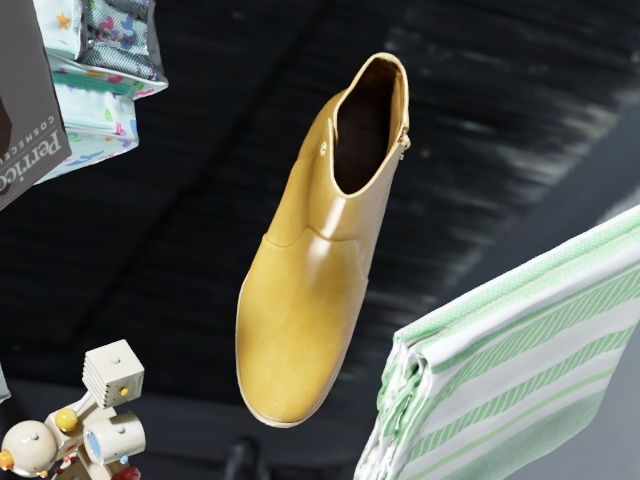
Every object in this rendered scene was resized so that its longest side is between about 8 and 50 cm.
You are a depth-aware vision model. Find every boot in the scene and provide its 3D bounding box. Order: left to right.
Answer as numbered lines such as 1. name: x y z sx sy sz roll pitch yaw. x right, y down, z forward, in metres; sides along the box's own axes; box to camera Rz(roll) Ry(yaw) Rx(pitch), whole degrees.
1. boot: 0.001 0.000 1.635 0.211 0.104 0.295 118 167 -73

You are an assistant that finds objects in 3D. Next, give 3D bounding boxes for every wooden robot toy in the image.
1. wooden robot toy: -0.163 0.133 1.234 0.076 0.079 0.173 62 149 18

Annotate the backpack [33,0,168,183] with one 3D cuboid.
1. backpack: -0.287 -0.154 1.708 0.225 0.253 0.191 -17 68 34

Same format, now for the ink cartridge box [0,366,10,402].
1. ink cartridge box: -0.409 0.013 1.547 0.272 0.130 0.309 -17 89 47

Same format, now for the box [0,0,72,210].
1. box: -0.305 -0.168 1.266 0.143 0.191 0.381 28 145 30

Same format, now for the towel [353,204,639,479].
1. towel: 0.131 0.099 1.319 0.038 0.248 0.325 53 156 23
